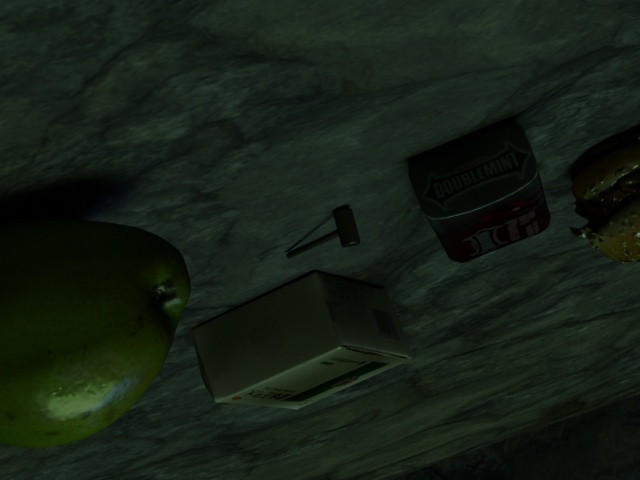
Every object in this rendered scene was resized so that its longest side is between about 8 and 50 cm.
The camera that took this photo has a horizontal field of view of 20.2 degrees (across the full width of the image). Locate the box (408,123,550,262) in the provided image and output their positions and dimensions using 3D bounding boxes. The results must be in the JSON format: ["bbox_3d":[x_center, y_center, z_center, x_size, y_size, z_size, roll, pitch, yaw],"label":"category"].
[{"bbox_3d":[0.159,-0.042,1.745,0.120,0.069,0.224,-22,166,4],"label":"box"}]

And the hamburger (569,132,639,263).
[{"bbox_3d":[0.363,-0.050,1.891,0.182,0.118,0.191,-26,168,30],"label":"hamburger"}]

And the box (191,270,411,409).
[{"bbox_3d":[-0.020,0.117,2.013,0.168,0.095,0.212,-23,164,20],"label":"box"}]

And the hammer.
[{"bbox_3d":[0.000,0.000,1.764,0.019,0.035,0.110,-8,169,-37],"label":"hammer"}]

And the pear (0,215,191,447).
[{"bbox_3d":[-0.208,0.068,1.425,0.220,0.187,0.187,-13,164,-2],"label":"pear"}]
